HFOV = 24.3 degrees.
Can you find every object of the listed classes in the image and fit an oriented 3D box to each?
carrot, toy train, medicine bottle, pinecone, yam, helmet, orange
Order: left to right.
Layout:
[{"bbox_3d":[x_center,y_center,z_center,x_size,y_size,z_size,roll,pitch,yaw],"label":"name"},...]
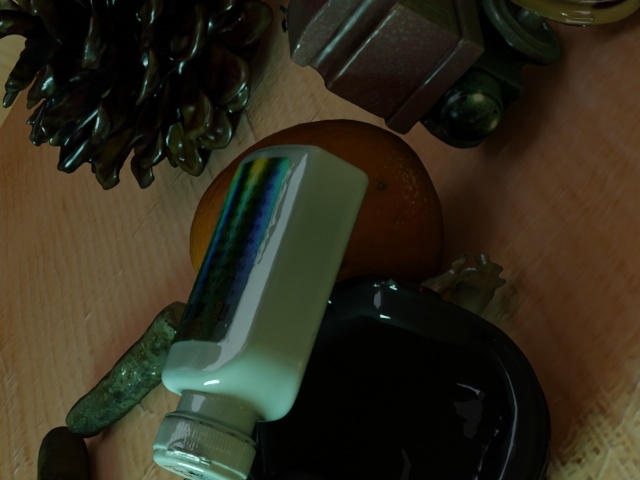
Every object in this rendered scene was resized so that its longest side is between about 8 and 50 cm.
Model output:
[{"bbox_3d":[-0.291,0.325,1.725,0.070,0.070,0.342,-57,25,15],"label":"carrot"},{"bbox_3d":[-0.260,-0.261,1.939,0.398,0.398,0.397,-46,29,35],"label":"pinecone"},{"bbox_3d":[-0.222,0.161,1.758,0.274,0.061,0.061,-44,30,40],"label":"yam"},{"bbox_3d":[-0.047,0.052,1.014,0.121,0.083,0.229,-11,55,59],"label":"medicine bottle"},{"bbox_3d":[0.000,0.000,1.266,0.224,0.224,0.170,-45,60,36],"label":"orange"},{"bbox_3d":[0.055,0.132,1.035,0.216,0.193,0.189,15,75,23],"label":"helmet"},{"bbox_3d":[0.082,-0.218,1.313,0.150,0.221,0.304,-48,28,32],"label":"toy train"}]

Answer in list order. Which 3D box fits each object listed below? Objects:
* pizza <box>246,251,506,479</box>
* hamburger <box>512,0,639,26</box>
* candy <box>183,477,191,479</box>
[{"bbox_3d":[0.024,0.109,1.204,0.297,0.189,0.071,-34,68,2],"label":"pizza"},{"bbox_3d":[0.207,-0.264,1.181,0.175,0.175,0.137,-19,43,59],"label":"hamburger"},{"bbox_3d":[-0.114,0.214,1.502,0.184,0.049,0.055,-95,-6,-60],"label":"candy"}]
